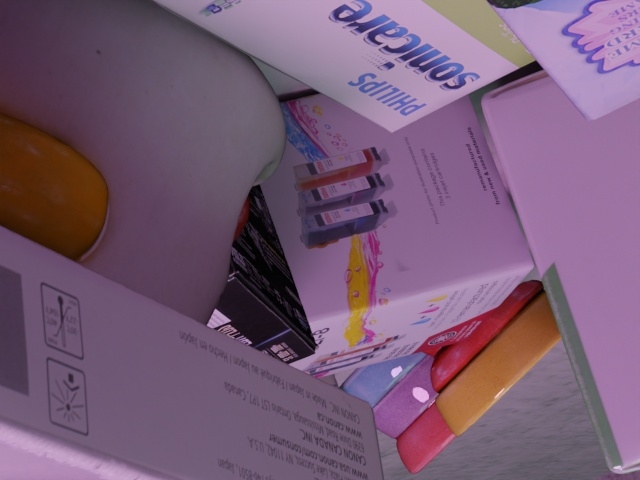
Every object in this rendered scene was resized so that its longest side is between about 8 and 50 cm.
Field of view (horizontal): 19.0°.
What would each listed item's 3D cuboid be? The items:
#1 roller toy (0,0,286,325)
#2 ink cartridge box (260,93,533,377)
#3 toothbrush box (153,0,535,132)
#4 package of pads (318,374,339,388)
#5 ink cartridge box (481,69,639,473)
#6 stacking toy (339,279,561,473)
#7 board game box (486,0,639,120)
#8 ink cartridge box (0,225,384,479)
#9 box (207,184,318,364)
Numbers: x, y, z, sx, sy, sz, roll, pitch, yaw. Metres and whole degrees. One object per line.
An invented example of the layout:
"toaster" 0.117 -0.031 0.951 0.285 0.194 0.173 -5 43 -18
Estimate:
"roller toy" -0.119 -0.019 0.684 0.209 0.146 0.191 13 163 36
"ink cartridge box" 0.000 0.000 1.049 0.176 0.127 0.128 -13 163 -18
"toothbrush box" 0.084 -0.165 0.627 0.283 0.122 0.206 -27 160 20
"package of pads" -0.162 0.160 1.418 0.296 0.101 0.229 -32 160 34
"ink cartridge box" 0.193 0.013 1.093 0.121 0.211 0.289 -20 172 9
"stacking toy" 0.131 0.024 1.406 0.279 0.130 0.309 -42 174 -19
"board game box" 0.145 -0.167 0.406 0.318 0.066 0.318 -27 156 16
"ink cartridge box" -0.158 0.076 0.578 0.261 0.066 0.296 -18 155 23
"box" -0.075 -0.017 0.875 0.077 0.147 0.180 -21 164 5
